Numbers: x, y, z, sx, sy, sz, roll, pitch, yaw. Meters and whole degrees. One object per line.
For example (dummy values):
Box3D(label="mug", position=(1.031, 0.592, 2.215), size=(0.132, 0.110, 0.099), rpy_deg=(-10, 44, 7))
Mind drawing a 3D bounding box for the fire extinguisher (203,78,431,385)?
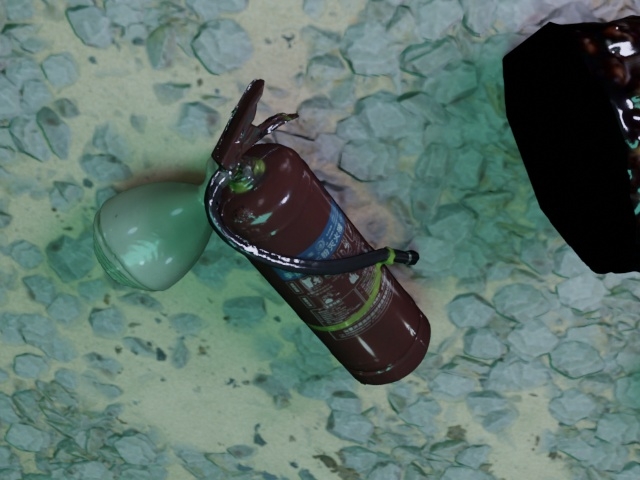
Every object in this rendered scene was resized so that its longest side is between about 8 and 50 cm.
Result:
Box3D(label="fire extinguisher", position=(0.000, 0.000, 1.080), size=(0.105, 0.141, 0.341), rpy_deg=(21, 158, 43))

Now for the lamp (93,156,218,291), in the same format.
Box3D(label="lamp", position=(-0.132, -0.024, 1.135), size=(0.193, 0.106, 0.106), rpy_deg=(-32, 116, 17))

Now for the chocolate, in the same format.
Box3D(label="chocolate", position=(0.281, -0.095, 0.964), size=(0.177, 0.224, 0.206), rpy_deg=(-20, 89, -8))
